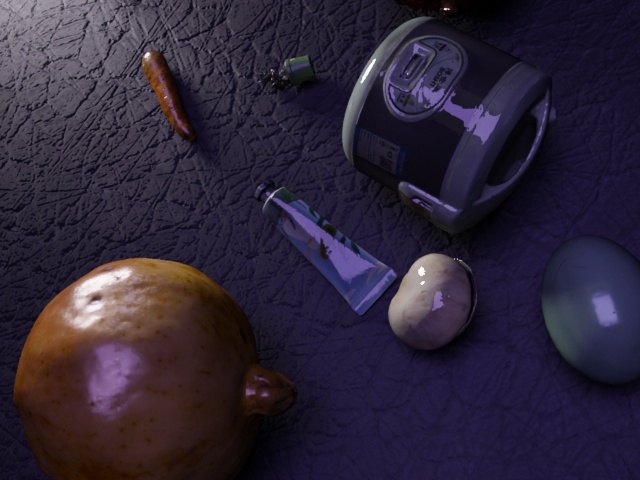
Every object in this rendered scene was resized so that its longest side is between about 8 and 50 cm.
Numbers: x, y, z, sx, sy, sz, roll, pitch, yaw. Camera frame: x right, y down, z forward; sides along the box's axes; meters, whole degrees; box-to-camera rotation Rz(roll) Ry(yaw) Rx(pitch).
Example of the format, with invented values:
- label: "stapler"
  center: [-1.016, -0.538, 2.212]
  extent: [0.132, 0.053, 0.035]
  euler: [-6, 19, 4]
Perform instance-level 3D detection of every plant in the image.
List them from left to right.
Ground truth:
- label: "plant"
  center: [-0.061, -0.288, 1.847]
  extent: [0.102, 0.051, 0.051]
  euler: [-16, 71, 13]

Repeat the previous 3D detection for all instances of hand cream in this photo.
- label: "hand cream"
  center: [0.000, 0.000, 1.747]
  extent: [0.271, 0.058, 0.091]
  euler: [43, 90, 15]

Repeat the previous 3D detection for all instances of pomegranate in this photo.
- label: "pomegranate"
  center: [-0.234, 0.217, 1.572]
  extent: [0.410, 0.410, 0.410]
  euler: [-4, 73, 12]

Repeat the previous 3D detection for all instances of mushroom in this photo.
- label: "mushroom"
  center: [0.176, 0.098, 1.640]
  extent: [0.154, 0.122, 0.154]
  euler: [-32, 48, 43]

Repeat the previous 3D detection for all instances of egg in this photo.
- label: "egg"
  center: [0.411, 0.099, 1.555]
  extent: [0.168, 0.168, 0.231]
  euler: [-19, 66, 7]

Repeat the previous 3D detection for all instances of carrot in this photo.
- label: "carrot"
  center: [-0.269, -0.256, 1.890]
  extent: [0.047, 0.047, 0.191]
  euler: [-27, 70, 4]

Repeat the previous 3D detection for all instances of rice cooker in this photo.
- label: "rice cooker"
  center: [0.200, -0.176, 1.633]
  extent: [0.277, 0.288, 0.288]
  euler: [33, 83, 20]

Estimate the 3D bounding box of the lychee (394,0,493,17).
- label: "lychee"
  center: [0.210, -0.487, 1.735]
  extent: [0.264, 0.264, 0.300]
  euler: [-1, 69, 13]
